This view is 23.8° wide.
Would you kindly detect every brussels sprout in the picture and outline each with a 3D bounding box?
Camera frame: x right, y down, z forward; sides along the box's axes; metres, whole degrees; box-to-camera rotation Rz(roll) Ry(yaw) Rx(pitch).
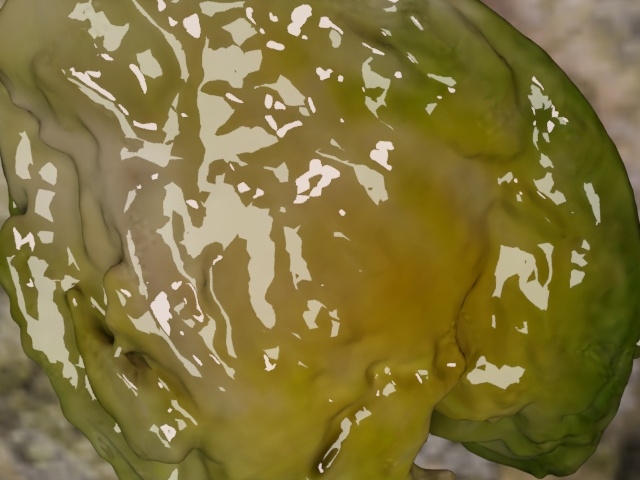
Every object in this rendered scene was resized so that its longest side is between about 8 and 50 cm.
[{"bbox_3d":[-0.001,-0.002,0.361,0.139,0.100,0.181,-36,102,12],"label":"brussels sprout"}]
